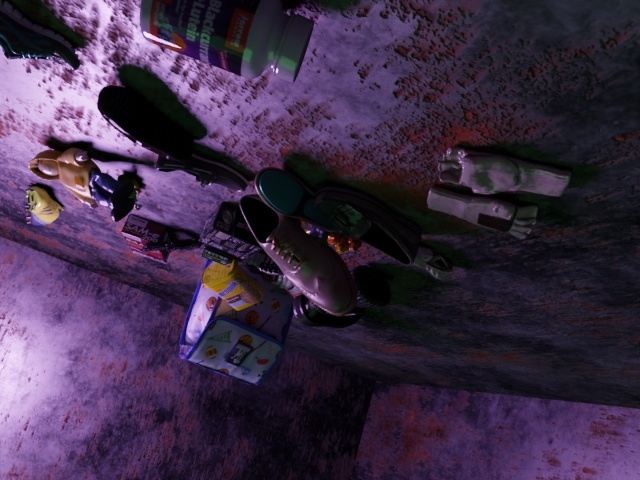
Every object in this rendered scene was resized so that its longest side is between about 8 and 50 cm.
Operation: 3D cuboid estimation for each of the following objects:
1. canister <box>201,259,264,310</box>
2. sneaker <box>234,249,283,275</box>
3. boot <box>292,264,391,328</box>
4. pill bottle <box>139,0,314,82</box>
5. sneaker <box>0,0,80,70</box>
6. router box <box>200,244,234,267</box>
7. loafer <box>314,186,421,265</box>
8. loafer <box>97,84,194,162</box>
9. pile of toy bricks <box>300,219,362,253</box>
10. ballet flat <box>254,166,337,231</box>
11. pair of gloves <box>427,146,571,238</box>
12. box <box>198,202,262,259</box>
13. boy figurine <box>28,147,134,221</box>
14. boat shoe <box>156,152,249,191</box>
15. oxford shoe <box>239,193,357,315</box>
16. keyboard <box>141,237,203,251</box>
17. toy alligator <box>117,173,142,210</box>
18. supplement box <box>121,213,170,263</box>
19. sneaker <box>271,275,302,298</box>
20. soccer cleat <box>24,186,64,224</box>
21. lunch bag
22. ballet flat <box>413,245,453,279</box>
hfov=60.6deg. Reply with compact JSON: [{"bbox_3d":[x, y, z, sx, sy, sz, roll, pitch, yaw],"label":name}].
[{"bbox_3d":[-0.270,0.139,1.713,0.126,0.073,0.170,-25,133,18],"label":"canister"},{"bbox_3d":[-0.178,0.069,1.719,0.234,0.078,0.106,11,163,30],"label":"sneaker"},{"bbox_3d":[0.111,0.174,1.673,0.260,0.131,0.348,-29,165,30],"label":"boot"},{"bbox_3d":[-0.111,-0.266,0.678,0.194,0.108,0.108,19,161,-4],"label":"pill bottle"},{"bbox_3d":[-0.486,-0.322,0.903,0.166,0.076,0.065,29,159,-29],"label":"sneaker"},{"bbox_3d":[-0.299,0.021,1.633,0.092,0.122,0.038,23,116,-12],"label":"router box"},{"bbox_3d":[0.105,-0.028,1.161,0.268,0.084,0.096,23,148,-22],"label":"loafer"},{"bbox_3d":[-0.350,-0.216,1.069,0.078,0.080,0.220,2,156,36],"label":"loafer"},{"bbox_3d":[0.000,0.000,1.318,0.212,0.105,0.118,29,158,-30],"label":"pile of toy bricks"},{"bbox_3d":[-0.054,-0.086,1.183,0.248,0.086,0.086,31,157,-35],"label":"ballet flat"},{"bbox_3d":[0.293,-0.077,0.945,0.204,0.042,0.240,16,160,6],"label":"pair of gloves"},{"bbox_3d":[-0.239,-0.021,1.511,0.147,0.077,0.180,24,160,-17],"label":"box"},{"bbox_3d":[-0.609,-0.163,1.388,0.285,0.092,0.177,28,137,8],"label":"boy figurine"},{"bbox_3d":[-0.262,-0.144,1.212,0.206,0.065,0.075,23,160,-15],"label":"boat shoe"},{"bbox_3d":[-0.062,0.030,1.183,0.348,0.123,0.130,45,-166,26],"label":"oxford shoe"},{"bbox_3d":[-0.478,0.026,1.783,0.192,0.038,0.100,-5,162,-27],"label":"keyboard"},{"bbox_3d":[-0.524,-0.137,1.493,0.051,0.056,0.189,56,164,11],"label":"toy alligator"},{"bbox_3d":[-0.593,-0.001,1.890,0.130,0.073,0.239,19,160,-3],"label":"supplement box"},{"bbox_3d":[-0.087,0.142,1.818,0.145,0.090,0.270,19,157,-1],"label":"sneaker"},{"bbox_3d":[-0.950,-0.123,1.891,0.121,0.093,0.289,-7,170,-31],"label":"soccer cleat"},{"bbox_3d":[-0.282,0.282,1.920,0.328,0.385,0.239,31,157,-31],"label":"lunch bag"},{"bbox_3d":[0.258,0.042,1.311,0.052,0.057,0.168,-34,136,31],"label":"ballet flat"}]
